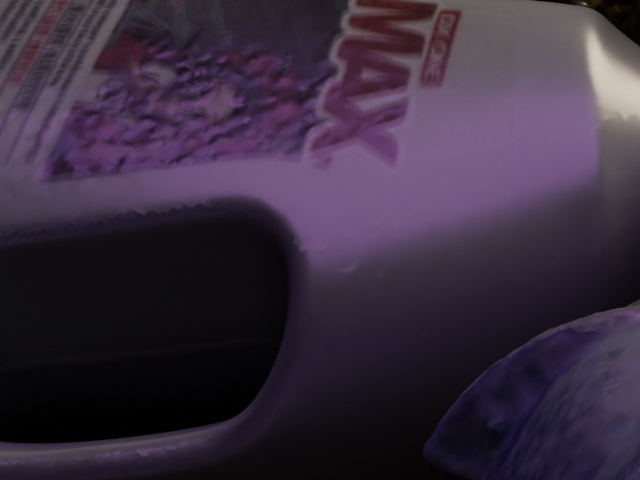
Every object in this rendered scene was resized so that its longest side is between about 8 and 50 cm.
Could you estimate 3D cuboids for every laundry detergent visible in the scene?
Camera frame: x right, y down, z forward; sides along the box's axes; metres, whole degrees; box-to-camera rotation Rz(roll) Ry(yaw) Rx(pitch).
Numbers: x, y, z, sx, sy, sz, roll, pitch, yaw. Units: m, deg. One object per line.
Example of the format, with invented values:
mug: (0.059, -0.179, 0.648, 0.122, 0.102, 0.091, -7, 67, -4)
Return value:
laundry detergent: (0.000, 0.000, 0.652, 0.397, 0.125, 0.264, 5, 52, 21)

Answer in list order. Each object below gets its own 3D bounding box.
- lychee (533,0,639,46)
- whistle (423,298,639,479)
lychee: (0.078, -0.116, 0.889, 0.171, 0.171, 0.171, -12, 21, 4)
whistle: (0.154, 0.056, 0.472, 0.346, 0.134, 0.142, -18, 15, -39)
